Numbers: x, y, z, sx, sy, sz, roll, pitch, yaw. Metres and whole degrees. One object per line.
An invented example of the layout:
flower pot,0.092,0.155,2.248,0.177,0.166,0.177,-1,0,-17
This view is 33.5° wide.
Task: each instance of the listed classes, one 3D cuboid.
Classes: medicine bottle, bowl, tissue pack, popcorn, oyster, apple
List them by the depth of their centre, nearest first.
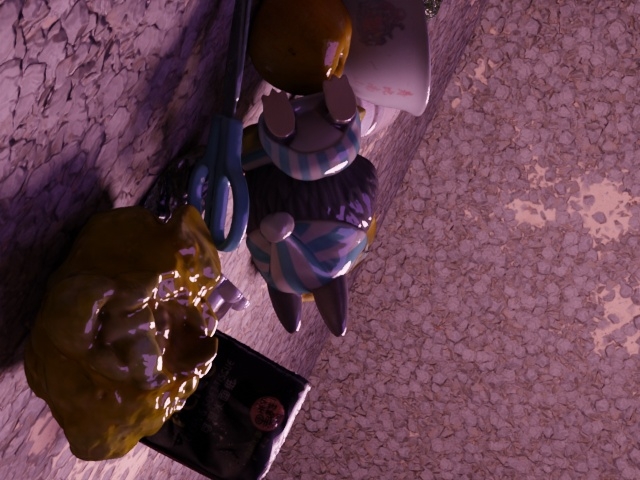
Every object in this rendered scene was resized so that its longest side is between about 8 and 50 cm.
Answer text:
popcorn,-0.281,0.105,1.475,0.334,0.293,0.292,-93,160,-55
apple,-0.028,-0.322,1.698,0.182,0.155,0.182,-54,165,-21
oyster,-0.235,-0.042,1.706,0.252,0.087,0.199,-42,155,-30
bowl,0.072,-0.374,1.879,0.157,0.346,0.345,-13,156,-7
tissue pack,-0.211,0.285,1.916,0.245,0.332,0.123,-60,178,-11
medicine bottle,0.059,-0.281,2.160,0.165,0.165,0.273,-66,167,23

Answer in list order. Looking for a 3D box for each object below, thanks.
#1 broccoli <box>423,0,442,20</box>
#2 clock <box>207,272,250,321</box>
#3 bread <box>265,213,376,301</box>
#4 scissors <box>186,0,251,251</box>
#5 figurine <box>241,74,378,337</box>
broccoli,0.196,-0.532,2.254,0.162,0.146,0.138,-47,-155,-9
clock,-0.259,0.138,1.797,0.254,0.189,0.189,-52,167,-10
bread,0.000,0.000,2.484,0.301,0.210,0.341,-68,166,21
scissors,-0.130,-0.210,1.538,0.192,0.029,0.447,28,-68,59
figurine,0.009,-0.035,1.756,0.266,0.378,0.361,-19,173,-9
